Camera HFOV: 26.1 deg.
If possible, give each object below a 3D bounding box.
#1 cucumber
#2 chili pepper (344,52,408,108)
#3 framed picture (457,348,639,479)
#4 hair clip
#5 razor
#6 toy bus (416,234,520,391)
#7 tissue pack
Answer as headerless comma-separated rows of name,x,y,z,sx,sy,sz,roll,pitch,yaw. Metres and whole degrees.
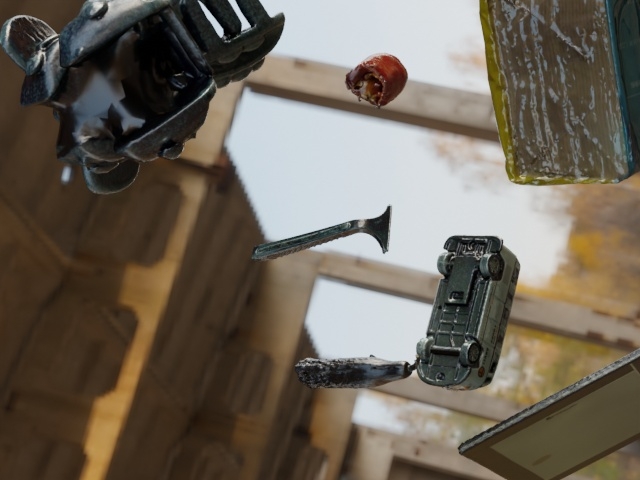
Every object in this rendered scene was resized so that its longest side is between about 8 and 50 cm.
cucumber,0.047,0.142,1.519,0.043,0.163,0.039,57,-137,-35
chili pepper,0.086,-0.238,2.016,0.123,0.073,0.070,-43,-45,-67
framed picture,0.338,0.238,1.767,0.347,0.265,0.016,37,-154,-61
hair clip,-0.170,-0.170,1.287,0.194,0.206,0.310,56,-155,-12
razor,-0.003,-0.003,1.661,0.033,0.190,0.066,43,-136,-45
toy bus,0.182,0.093,1.677,0.089,0.087,0.194,31,-113,-44
tissue pack,0.249,-0.167,1.206,0.271,0.134,0.192,-25,-70,-54
